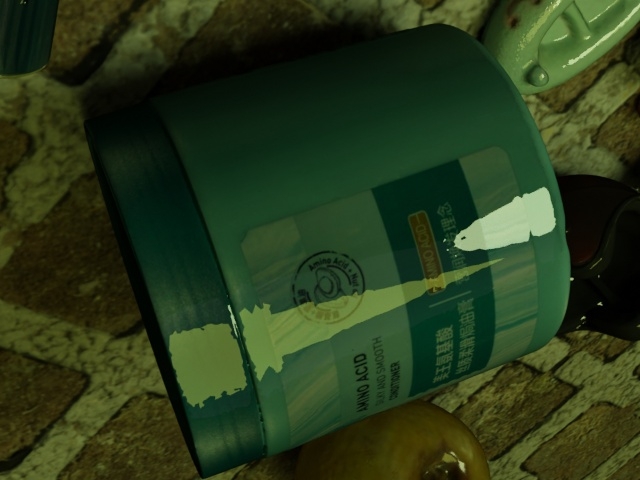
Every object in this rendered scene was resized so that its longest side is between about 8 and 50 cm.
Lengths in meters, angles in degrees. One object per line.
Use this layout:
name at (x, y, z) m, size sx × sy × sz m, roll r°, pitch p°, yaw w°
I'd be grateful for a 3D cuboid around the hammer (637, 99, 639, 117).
hammer at (0.413, -0.158, 1.214) m, size 0.083 × 0.043 × 0.043 m, roll -15°, pitch 136°, yaw -15°

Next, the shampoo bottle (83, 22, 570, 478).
shampoo bottle at (0.000, 0.000, 0.941) m, size 0.343 × 0.331 × 0.331 m, roll -19°, pitch 137°, yaw -13°

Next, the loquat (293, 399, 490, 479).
loquat at (0.096, 0.339, 1.390) m, size 0.275 × 0.275 × 0.275 m, roll -15°, pitch 136°, yaw -14°

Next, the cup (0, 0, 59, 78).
cup at (-0.264, -0.223, 0.749) m, size 0.176 × 0.131 × 0.155 m, roll 20°, pitch 119°, yaw -10°

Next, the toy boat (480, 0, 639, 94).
toy boat at (0.258, -0.225, 1.043) m, size 0.208 × 0.079 × 0.134 m, roll -37°, pitch 140°, yaw 8°

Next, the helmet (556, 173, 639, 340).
helmet at (0.302, 0.020, 1.216) m, size 0.216 × 0.193 × 0.189 m, roll -39°, pitch 131°, yaw 11°
